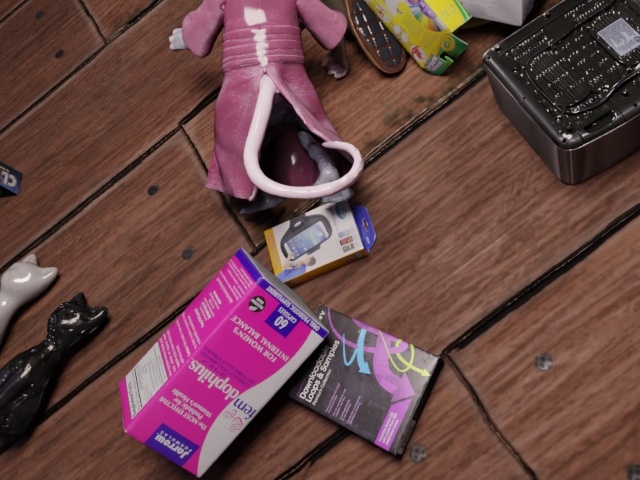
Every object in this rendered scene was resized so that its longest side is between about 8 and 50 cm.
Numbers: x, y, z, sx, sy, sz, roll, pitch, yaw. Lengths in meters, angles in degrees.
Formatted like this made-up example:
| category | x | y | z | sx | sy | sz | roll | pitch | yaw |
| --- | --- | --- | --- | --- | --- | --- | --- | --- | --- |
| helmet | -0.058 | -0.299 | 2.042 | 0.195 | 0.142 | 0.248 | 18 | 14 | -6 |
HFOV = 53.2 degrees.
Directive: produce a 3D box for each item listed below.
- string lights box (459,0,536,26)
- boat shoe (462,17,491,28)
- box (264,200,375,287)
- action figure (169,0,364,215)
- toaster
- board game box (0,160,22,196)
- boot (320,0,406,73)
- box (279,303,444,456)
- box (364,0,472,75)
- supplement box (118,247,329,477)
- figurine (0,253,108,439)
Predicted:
| category | x | y | z | sx | sy | sz | roll | pitch | yaw |
| --- | --- | --- | --- | --- | --- | --- | --- | --- | --- |
| string lights box | 0.249 | -0.399 | 0.816 | 0.133 | 0.077 | 0.260 | 23 | 68 | 27 |
| boat shoe | 0.169 | -0.325 | 0.862 | 0.153 | 0.048 | 0.056 | 18 | 77 | 28 |
| box | 0.000 | 0.000 | 0.812 | 0.136 | 0.028 | 0.081 | -25 | 61 | 14 |
| action figure | -0.083 | -0.220 | 0.788 | 0.247 | 0.276 | 0.371 | -8 | 93 | 1 |
| toaster | 0.302 | -0.173 | 0.708 | 0.168 | 0.110 | 0.186 | -34 | 60 | 7 |
| board game box | -0.647 | -0.110 | 1.048 | 0.243 | 0.165 | 0.042 | -7 | 67 | 21 |
| boot | 0.049 | -0.322 | 0.907 | 0.082 | 0.106 | 0.219 | -24 | 87 | -16 |
| box | 0.043 | 0.154 | 0.729 | 0.162 | 0.029 | 0.116 | 20 | 77 | 30 |
| box | 0.116 | -0.299 | 0.807 | 0.043 | 0.105 | 0.179 | -40 | 92 | -14 |
| supplement box | -0.114 | 0.136 | 0.733 | 0.220 | 0.111 | 0.114 | -48 | 26 | 0 |
| figurine | -0.428 | 0.134 | 0.910 | 0.214 | 0.092 | 0.209 | 30 | 75 | 30 |
